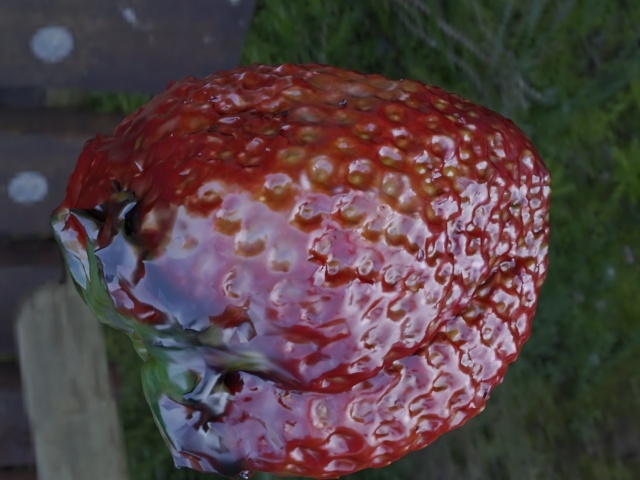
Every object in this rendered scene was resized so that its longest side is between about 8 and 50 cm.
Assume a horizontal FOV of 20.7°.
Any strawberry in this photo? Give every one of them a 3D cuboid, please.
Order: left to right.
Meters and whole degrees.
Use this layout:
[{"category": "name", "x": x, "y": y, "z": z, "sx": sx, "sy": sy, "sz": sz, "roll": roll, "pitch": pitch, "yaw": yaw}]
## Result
[{"category": "strawberry", "x": 0.000, "y": 0.000, "z": 1.067, "sx": 0.288, "sy": 0.238, "sz": 0.250, "roll": -29, "pitch": 135, "yaw": -9}]
